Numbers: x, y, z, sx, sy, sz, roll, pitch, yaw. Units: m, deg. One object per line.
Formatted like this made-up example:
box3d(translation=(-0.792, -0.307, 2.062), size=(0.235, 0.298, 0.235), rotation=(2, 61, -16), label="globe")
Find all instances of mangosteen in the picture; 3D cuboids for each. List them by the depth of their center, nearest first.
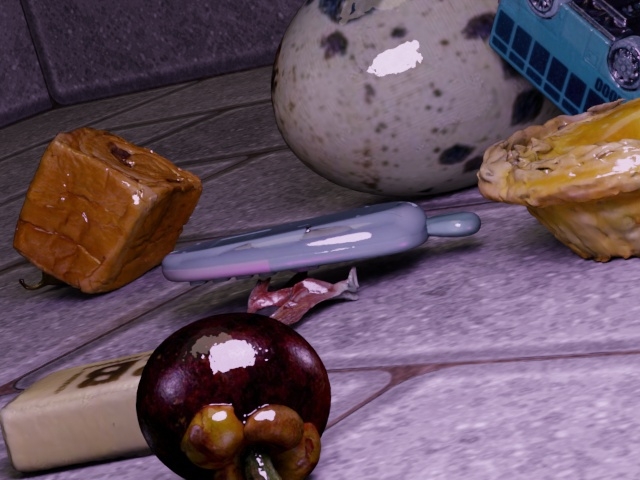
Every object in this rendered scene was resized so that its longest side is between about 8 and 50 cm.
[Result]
box3d(translation=(-0.051, 0.114, 1.284), size=(0.140, 0.140, 0.140), rotation=(-15, 11, 3), label="mangosteen")

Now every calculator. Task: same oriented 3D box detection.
box3d(translation=(0.000, 0.000, 1.827), size=(0.299, 0.041, 0.185), rotation=(-10, 4, 7), label="calculator")

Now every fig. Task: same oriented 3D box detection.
box3d(translation=(-0.302, 0.032, 2.240), size=(0.083, 0.050, 0.050), rotation=(-33, 13, -9), label="fig")

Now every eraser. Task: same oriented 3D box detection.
box3d(translation=(-0.145, 0.122, 1.498), size=(0.172, 0.058, 0.117), rotation=(-13, 11, 19), label="eraser")

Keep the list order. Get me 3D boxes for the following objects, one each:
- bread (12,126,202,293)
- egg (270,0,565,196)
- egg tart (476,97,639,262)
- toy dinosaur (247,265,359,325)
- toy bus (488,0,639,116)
box3d(translation=(-0.237, -0.033, 2.150), size=(0.149, 0.143, 0.158), rotation=(31, 21, 18), label="bread")
box3d(translation=(0.120, -0.196, 2.125), size=(0.379, 0.287, 0.287), rotation=(-19, 11, -30), label="egg")
box3d(translation=(0.272, -0.061, 1.671), size=(0.288, 0.118, 0.288), rotation=(-15, 14, 4), label="egg tart")
box3d(translation=(-0.019, 0.051, 1.755), size=(0.108, 0.032, 0.220), rotation=(-10, 11, 9), label="toy dinosaur")
box3d(translation=(0.291, -0.176, 1.908), size=(0.128, 0.147, 0.256), rotation=(-24, 55, -31), label="toy bus")
